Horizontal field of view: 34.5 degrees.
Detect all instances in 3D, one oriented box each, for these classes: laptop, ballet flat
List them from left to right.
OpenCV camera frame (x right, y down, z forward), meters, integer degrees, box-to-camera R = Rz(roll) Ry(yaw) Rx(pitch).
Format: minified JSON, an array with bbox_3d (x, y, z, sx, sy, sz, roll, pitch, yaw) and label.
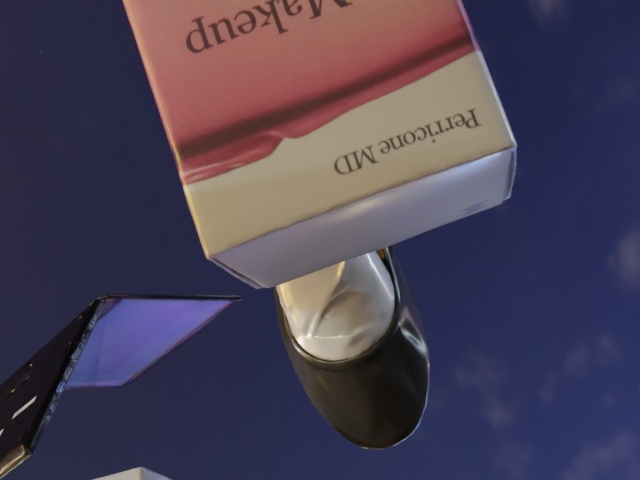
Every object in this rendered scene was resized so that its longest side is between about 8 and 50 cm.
[{"bbox_3d":[-0.224,0.162,0.980,0.136,0.264,0.234,36,-48,-19],"label":"laptop"},{"bbox_3d":[0.000,0.000,0.694,0.095,0.280,0.096,-20,-27,12],"label":"ballet flat"}]

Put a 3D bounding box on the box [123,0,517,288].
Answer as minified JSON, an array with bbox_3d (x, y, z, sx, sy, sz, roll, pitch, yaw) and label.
[{"bbox_3d":[-0.011,-0.111,0.518,0.148,0.232,0.127,-20,-11,5],"label":"box"}]

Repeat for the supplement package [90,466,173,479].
[{"bbox_3d":[-0.150,0.324,0.704,0.199,0.263,0.198,-18,-31,16],"label":"supplement package"}]
